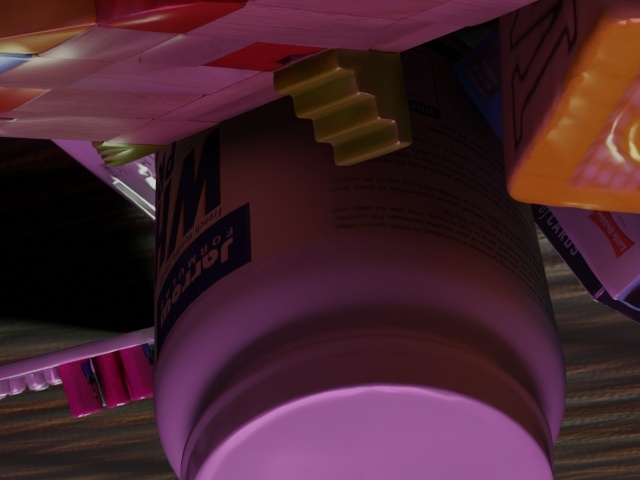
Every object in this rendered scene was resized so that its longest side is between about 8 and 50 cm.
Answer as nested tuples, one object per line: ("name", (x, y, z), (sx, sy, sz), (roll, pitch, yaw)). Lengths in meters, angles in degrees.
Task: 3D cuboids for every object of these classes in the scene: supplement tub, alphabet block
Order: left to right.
("supplement tub", (0.018, 0.037, 1.149), (0.235, 0.325, 0.235), (-2, 132, -2))
("alphabet block", (0.202, -0.138, 0.986), (0.192, 0.197, 0.193), (5, 154, -7))

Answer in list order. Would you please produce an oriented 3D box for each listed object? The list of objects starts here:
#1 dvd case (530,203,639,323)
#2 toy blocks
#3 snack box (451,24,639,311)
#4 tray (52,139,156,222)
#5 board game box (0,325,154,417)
("dvd case", (0.225, 0.014, 1.340), (0.238, 0.179, 0.029), (25, 113, -40))
("toy blocks", (-0.092, -0.131, 0.926), (0.261, 0.191, 0.381), (0, 168, -43))
("snack box", (0.222, -0.013, 1.206), (0.060, 0.187, 0.322), (-42, 146, 17))
("tray", (-0.114, -0.066, 1.336), (0.145, 0.030, 0.270), (-11, 152, 24))
("board game box", (-0.302, 0.139, 1.469), (0.390, 0.050, 0.390), (-14, 177, -4))
